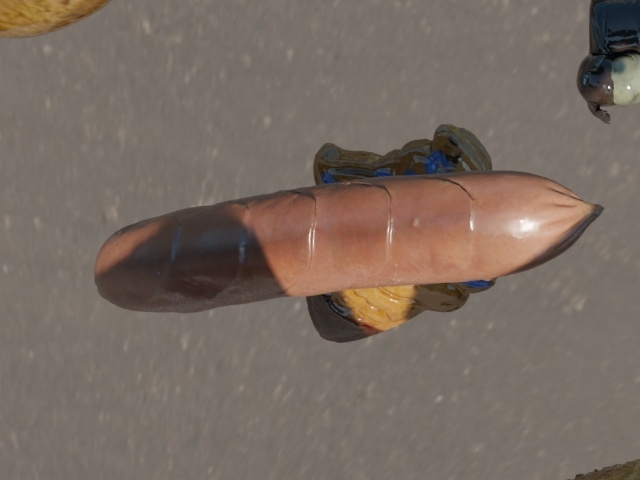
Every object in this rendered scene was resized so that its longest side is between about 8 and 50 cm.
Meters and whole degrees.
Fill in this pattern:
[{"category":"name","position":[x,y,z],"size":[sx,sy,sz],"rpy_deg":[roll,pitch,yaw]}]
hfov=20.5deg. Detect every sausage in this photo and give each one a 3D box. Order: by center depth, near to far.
[{"category":"sausage","position":[-0.001,0.001,1.267],"size":[0.433,0.088,0.088],"rpy_deg":[-8,69,34]}]

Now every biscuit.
[{"category":"biscuit","position":[0.056,0.002,1.473],"size":[0.183,0.280,0.043],"rpy_deg":[33,42,-3]}]

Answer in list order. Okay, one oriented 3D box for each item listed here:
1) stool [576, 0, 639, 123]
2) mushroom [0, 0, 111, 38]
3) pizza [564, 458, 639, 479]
[{"category":"stool","position":[0.367,-0.224,2.065],"size":[0.121,0.125,0.217],"rpy_deg":[-2,38,21]},{"category":"mushroom","position":[-0.161,-0.231,0.967],"size":[0.254,0.267,0.267],"rpy_deg":[38,66,-42]},{"category":"pizza","position":[0.253,0.228,1.414],"size":[0.335,0.226,0.086],"rpy_deg":[-21,93,-35]}]
